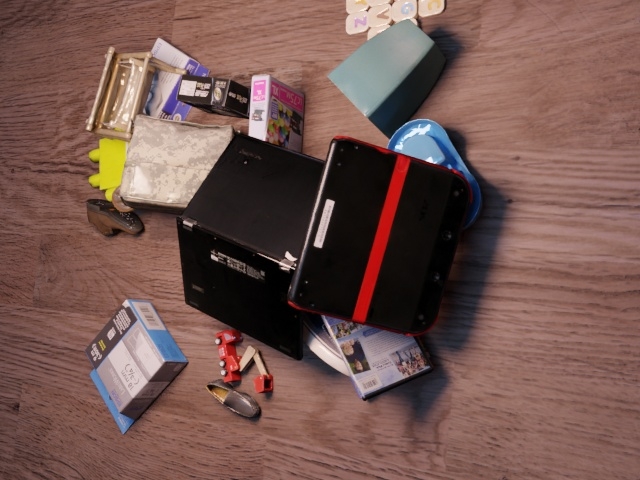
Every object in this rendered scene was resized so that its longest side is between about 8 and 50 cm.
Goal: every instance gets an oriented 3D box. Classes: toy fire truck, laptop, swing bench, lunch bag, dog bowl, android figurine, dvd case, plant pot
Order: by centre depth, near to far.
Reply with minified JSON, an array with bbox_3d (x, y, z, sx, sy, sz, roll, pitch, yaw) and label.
[{"bbox_3d":[0.124,0.224,1.701,0.180,0.022,0.253,-19,62,-16],"label":"dvd case"},{"bbox_3d":[0.274,-0.145,1.739,0.166,0.074,0.297,-37,66,22],"label":"dog bowl"},{"bbox_3d":[0.177,-0.403,1.789,0.234,0.165,0.165,-44,64,10],"label":"plant pot"},{"bbox_3d":[-0.131,0.007,1.794,0.382,0.236,0.408,22,127,30],"label":"laptop"},{"bbox_3d":[-0.206,0.323,1.979,0.135,0.047,0.192,-21,72,27],"label":"toy fire truck"},{"bbox_3d":[-0.379,-0.205,2.012,0.305,0.212,0.256,7,84,-7],"label":"lunch bag"},{"bbox_3d":[-0.565,-0.420,2.169,0.254,0.165,0.253,15,90,31],"label":"swing bench"},{"bbox_3d":[-0.618,-0.249,2.302,0.272,0.056,0.248,-7,79,32],"label":"android figurine"}]

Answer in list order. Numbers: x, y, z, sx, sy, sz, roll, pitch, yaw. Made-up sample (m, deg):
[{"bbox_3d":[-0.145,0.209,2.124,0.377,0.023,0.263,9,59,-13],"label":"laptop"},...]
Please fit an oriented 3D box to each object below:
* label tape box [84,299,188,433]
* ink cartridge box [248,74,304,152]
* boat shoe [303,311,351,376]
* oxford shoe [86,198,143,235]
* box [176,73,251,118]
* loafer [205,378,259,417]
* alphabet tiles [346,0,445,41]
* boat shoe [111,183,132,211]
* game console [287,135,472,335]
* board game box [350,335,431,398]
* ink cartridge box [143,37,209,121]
[{"bbox_3d":[-0.572,0.374,2.159,0.334,0.106,0.241,-48,62,16],"label":"label tape box"},{"bbox_3d":[-0.116,-0.254,1.922,0.065,0.185,0.311,2,85,29],"label":"ink cartridge box"},{"bbox_3d":[0.024,0.175,1.793,0.158,0.127,0.340,-55,49,9],"label":"boat shoe"},{"bbox_3d":[-0.634,-0.053,2.281,0.227,0.082,0.096,22,113,32],"label":"oxford shoe"},{"bbox_3d":[-0.285,-0.402,2.068,0.180,0.147,0.078,13,90,31],"label":"box"},{"bbox_3d":[-0.239,0.428,1.976,0.170,0.061,0.062,21,94,31],"label":"loafer"},{"bbox_3d":[0.186,-0.635,1.891,0.278,0.021,0.284,-3,81,30],"label":"alphabet tiles"},{"bbox_3d":[-0.467,-0.180,2.169,0.302,0.098,0.109,-31,89,3],"label":"boat shoe"},{"bbox_3d":[0.135,-0.002,1.610,0.342,0.060,0.387,15,92,-9],"label":"game console"},{"bbox_3d":[0.150,0.274,1.779,0.201,0.035,0.136,-35,67,22],"label":"board game box"},{"bbox_3d":[-0.467,-0.473,2.246,0.224,0.045,0.223,36,102,29],"label":"ink cartridge box"}]
